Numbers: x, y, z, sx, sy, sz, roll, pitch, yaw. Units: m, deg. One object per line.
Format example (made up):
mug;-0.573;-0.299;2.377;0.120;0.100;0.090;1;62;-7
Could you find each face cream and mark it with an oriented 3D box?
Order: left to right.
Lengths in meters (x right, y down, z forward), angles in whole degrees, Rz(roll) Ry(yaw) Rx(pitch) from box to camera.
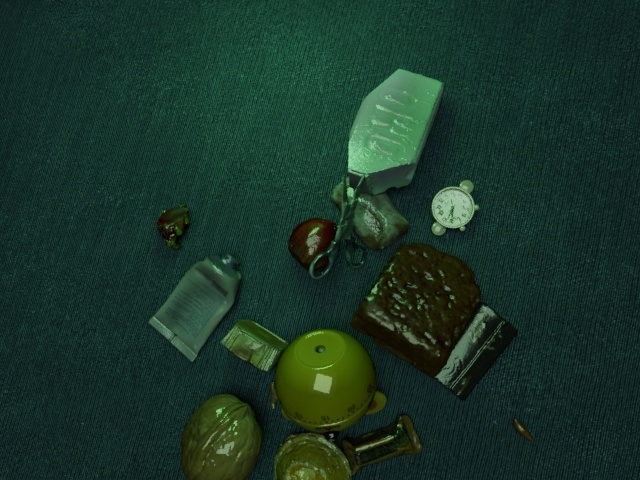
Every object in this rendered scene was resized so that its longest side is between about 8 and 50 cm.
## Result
face cream;-0.448;0.222;1.809;0.235;0.137;0.420;38;97;8

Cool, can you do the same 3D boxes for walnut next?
walnut;-0.337;0.693;1.659;0.252;0.277;0.313;29;94;-29

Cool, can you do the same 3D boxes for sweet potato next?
sweet potato;0.693;0.652;1.658;0.034;0.034;0.095;-41;80;1

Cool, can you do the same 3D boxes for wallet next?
wallet;0.533;0.388;1.700;0.170;0.044;0.321;39;89;11

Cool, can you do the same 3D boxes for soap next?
soap;0.247;-0.380;1.725;0.261;0.156;0.446;21;75;8

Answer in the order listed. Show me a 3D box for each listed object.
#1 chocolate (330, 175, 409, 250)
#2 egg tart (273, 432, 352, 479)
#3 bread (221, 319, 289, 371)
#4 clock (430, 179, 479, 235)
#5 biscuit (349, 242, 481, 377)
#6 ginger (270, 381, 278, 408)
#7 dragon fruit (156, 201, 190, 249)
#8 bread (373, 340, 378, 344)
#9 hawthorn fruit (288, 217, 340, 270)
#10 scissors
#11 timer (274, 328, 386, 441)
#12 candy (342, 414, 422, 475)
chocolate;0.178;-0.115;1.777;0.185;0.100;0.303;-37;78;5
egg tart;-0.041;0.819;1.650;0.315;0.120;0.315;-1;87;19
bread;-0.233;0.374;1.718;0.210;0.192;0.110;29;90;8
clock;0.480;-0.116;1.756;0.155;0.063;0.229;32;91;6
biscuit;0.333;0.205;1.610;0.342;0.166;0.395;29;59;12
ginger;-0.162;0.566;1.770;0.048;0.030;0.097;-8;79;34
dragon fruit;-0.568;-0.056;1.853;0.138;0.142;0.175;18;109;47
bread;0.233;0.354;1.745;0.088;0.034;0.049;1;69;3
hawthorn fruit;0.000;0.000;1.747;0.235;0.181;0.181;-35;81;2
scissors;0.082;-0.048;1.648;0.029;0.256;0.383;38;131;43
timer;0.027;0.497;1.626;0.376;0.376;0.387;-7;126;6
candy;0.210;0.707;1.678;0.271;0.101;0.143;-17;88;-1
